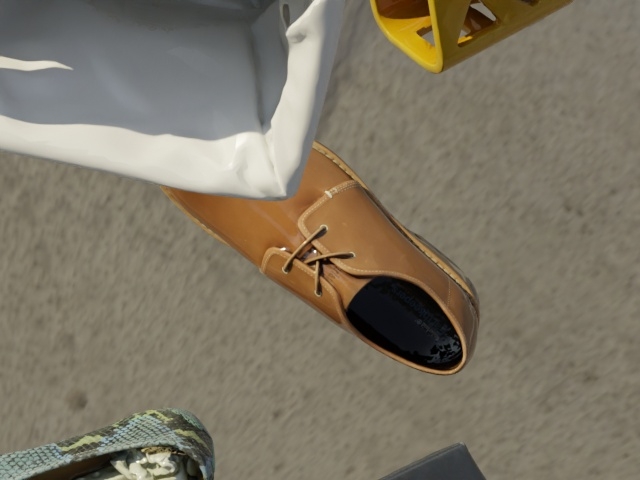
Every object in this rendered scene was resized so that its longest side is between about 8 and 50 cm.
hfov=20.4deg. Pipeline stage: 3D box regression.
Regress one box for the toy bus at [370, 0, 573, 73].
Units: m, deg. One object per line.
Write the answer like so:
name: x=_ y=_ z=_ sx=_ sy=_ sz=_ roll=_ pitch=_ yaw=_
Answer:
toy bus: x=0.129 y=-0.196 z=1.217 sx=0.202 sy=0.104 sz=0.191 roll=2 pitch=43 yaw=17

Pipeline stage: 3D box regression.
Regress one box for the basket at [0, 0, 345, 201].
basket: x=-0.075 y=-0.099 z=0.648 sx=0.167 sy=0.113 sz=0.103 roll=11 pitch=43 yaw=-3

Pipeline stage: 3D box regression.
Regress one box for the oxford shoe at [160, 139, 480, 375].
oxford shoe: x=0.000 y=0.000 z=0.946 sx=0.212 sy=0.076 sz=0.076 roll=33 pitch=105 yaw=-8

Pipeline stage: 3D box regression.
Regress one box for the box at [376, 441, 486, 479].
box: x=-0.082 y=0.442 z=1.438 sx=0.480 sy=0.472 sz=0.297 roll=-13 pitch=70 yaw=-58

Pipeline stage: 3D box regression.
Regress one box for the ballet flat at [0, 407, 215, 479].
ballet flat: x=-0.143 y=0.143 z=0.945 sx=0.188 sy=0.070 sz=0.070 roll=-23 pitch=78 yaw=-12
